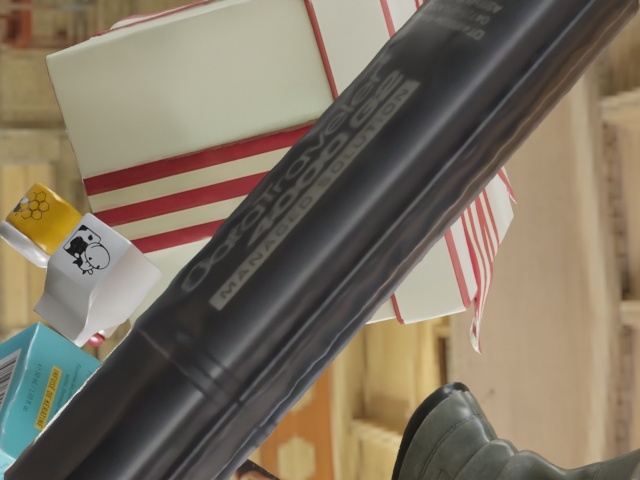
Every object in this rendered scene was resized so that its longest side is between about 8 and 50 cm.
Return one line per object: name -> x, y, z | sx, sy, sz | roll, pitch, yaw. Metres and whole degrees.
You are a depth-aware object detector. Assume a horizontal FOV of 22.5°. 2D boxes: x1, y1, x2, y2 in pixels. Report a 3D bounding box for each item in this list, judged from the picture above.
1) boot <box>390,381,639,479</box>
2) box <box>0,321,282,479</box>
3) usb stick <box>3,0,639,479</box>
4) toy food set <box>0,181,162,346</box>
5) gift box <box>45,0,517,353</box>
boot -> 0.088, 0.098, 0.606 | 0.161, 0.083, 0.246 | 40, -60, 42
box -> -0.118, 0.162, 1.046 | 0.060, 0.244, 0.100 | -29, -144, 37
usb stick -> 0.000, 0.000, 0.530 | 0.278, 0.045, 0.077 | -49, -151, -6
toy food set -> -0.111, 0.068, 0.905 | 0.232, 0.104, 0.111 | 33, -10, 33
gift box -> 0.007, -0.054, 1.092 | 0.255, 0.258, 0.276 | -58, 131, -66
